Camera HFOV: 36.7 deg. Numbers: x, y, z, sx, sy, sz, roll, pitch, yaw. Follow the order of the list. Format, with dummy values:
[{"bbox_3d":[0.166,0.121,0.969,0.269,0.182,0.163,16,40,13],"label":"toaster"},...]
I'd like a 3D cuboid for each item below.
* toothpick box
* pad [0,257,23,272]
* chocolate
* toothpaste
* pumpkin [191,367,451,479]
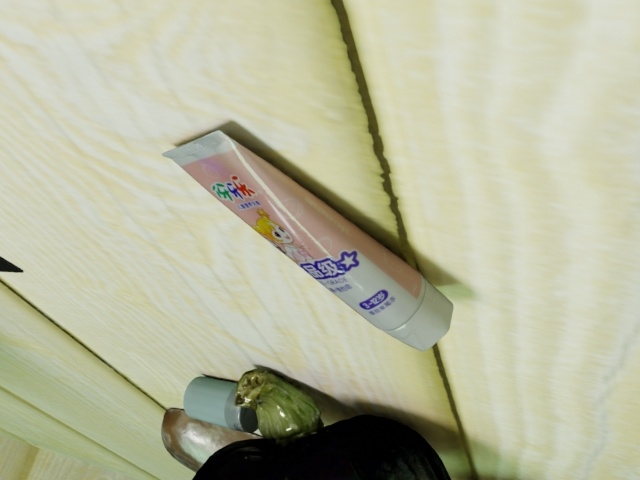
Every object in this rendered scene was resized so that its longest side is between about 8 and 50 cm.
[{"bbox_3d":[-0.108,0.184,1.088,0.083,0.052,0.052,6,156,35],"label":"toothpick box"},{"bbox_3d":[-0.430,-0.009,0.954,0.265,0.009,0.159,1,152,36],"label":"pad"},{"bbox_3d":[-0.125,0.332,1.433,0.254,0.080,0.157,20,159,-1],"label":"chocolate"},{"bbox_3d":[0.000,0.000,0.555,0.194,0.043,0.067,37,155,-26],"label":"toothpaste"},{"bbox_3d":[-0.008,0.262,0.990,0.295,0.296,0.296,17,159,7],"label":"pumpkin"}]
